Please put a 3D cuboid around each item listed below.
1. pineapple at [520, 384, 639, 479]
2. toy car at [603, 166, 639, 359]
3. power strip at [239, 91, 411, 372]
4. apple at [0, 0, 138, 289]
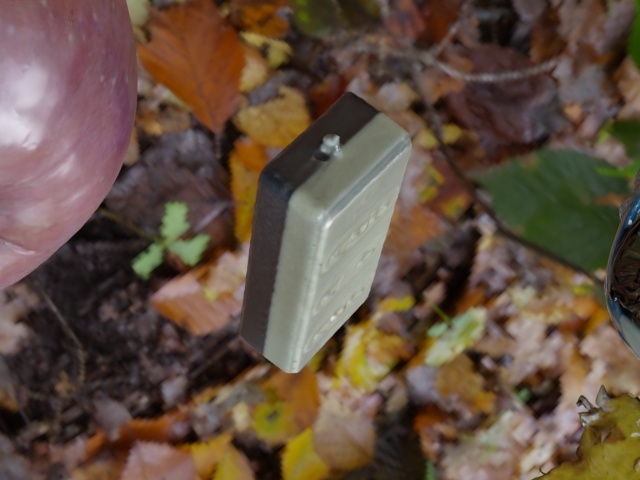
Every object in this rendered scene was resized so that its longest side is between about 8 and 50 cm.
[{"bbox_3d":[0.214,0.176,0.711,0.079,0.233,0.135,-50,148,12],"label":"pineapple"},{"bbox_3d":[0.289,-0.011,0.928,0.189,0.190,0.255,29,98,-13],"label":"toy car"},{"bbox_3d":[0.000,0.000,1.067,0.105,0.070,0.256,-46,163,-27],"label":"power strip"},{"bbox_3d":[-0.253,-0.088,0.784,0.306,0.235,0.305,-27,156,-13],"label":"apple"}]
